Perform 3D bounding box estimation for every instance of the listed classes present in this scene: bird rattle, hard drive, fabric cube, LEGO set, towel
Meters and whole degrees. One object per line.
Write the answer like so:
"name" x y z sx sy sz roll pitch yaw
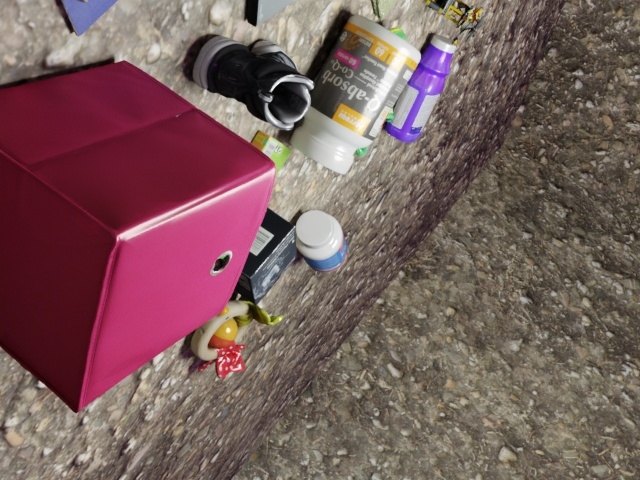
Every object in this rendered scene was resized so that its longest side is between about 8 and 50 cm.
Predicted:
"bird rattle" -0.226 0.210 1.683 0.253 0.143 0.207 -47 155 15
"hard drive" -0.060 -0.392 1.090 0.135 0.022 0.094 -45 161 -34
"fabric cube" -0.249 -0.019 0.827 0.258 0.259 0.254 -35 154 -53
"LEGO set" 0.392 -0.598 1.595 0.255 0.192 0.331 -51 176 -37
"towel" 0.139 -0.512 1.434 0.110 0.027 0.148 -54 164 -7

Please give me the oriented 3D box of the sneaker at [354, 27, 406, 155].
"sneaker" 0.121 -0.319 1.579 0.109 0.123 0.295 -22 142 -63

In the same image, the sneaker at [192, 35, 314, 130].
"sneaker" -0.071 -0.236 1.119 0.101 0.153 0.268 -62 163 19

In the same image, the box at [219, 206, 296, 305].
"box" -0.133 0.034 1.580 0.156 0.093 0.158 -50 164 -21

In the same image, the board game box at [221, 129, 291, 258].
"board game box" -0.153 -0.083 1.397 0.259 0.039 0.124 -60 163 3

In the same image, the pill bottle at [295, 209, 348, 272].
"pill bottle" 0.000 0.000 1.842 0.124 0.124 0.221 -54 165 -8

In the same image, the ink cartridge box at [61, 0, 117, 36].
"ink cartridge box" -0.166 -0.387 0.710 0.303 0.072 0.307 -52 161 -19

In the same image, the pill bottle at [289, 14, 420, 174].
"pill bottle" 0.062 -0.281 1.413 0.278 0.162 0.162 -60 164 12

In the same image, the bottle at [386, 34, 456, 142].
"bottle" 0.270 -0.401 1.916 0.118 0.092 0.283 -34 153 -55
